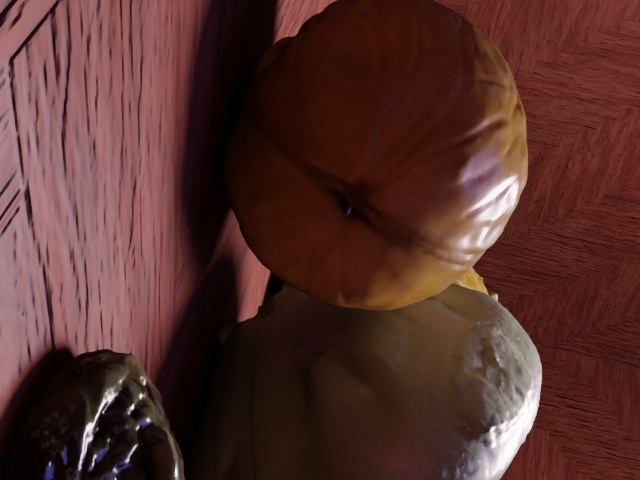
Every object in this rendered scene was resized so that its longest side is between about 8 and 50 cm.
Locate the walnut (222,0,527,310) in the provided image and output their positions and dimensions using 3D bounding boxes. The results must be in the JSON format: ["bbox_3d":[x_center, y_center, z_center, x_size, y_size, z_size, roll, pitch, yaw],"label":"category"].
[{"bbox_3d":[0.034,-0.060,0.636,0.221,0.195,0.195,-84,-176,-60],"label":"walnut"}]

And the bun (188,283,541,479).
[{"bbox_3d":[0.009,0.117,0.741,0.293,0.187,0.293,-39,-169,9],"label":"bun"}]

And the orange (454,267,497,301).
[{"bbox_3d":[0.072,0.136,1.180,0.329,0.249,0.329,-169,-90,-88],"label":"orange"}]

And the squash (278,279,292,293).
[{"bbox_3d":[0.000,0.000,1.073,0.252,0.066,0.066,-72,173,-46],"label":"squash"}]

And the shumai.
[{"bbox_3d":[-0.071,0.109,0.381,0.099,0.087,0.123,-46,147,-79],"label":"shumai"}]
